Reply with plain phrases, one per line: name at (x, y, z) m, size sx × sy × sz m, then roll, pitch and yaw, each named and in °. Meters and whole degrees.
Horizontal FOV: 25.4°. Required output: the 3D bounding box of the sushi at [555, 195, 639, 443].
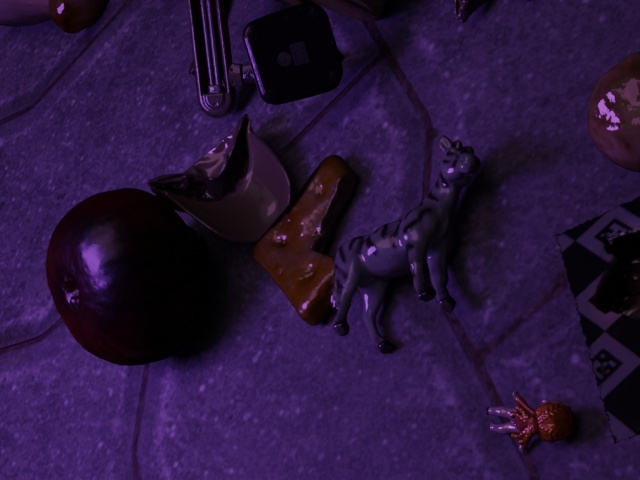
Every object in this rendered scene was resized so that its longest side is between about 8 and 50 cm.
sushi at (0.385, 0.045, 1.312) m, size 0.292 × 0.059 × 0.294 m, roll -25°, pitch 38°, yaw 16°

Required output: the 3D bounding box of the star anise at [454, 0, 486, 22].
star anise at (0.205, -0.359, 1.750) m, size 0.182 × 0.065 × 0.195 m, roll 15°, pitch 82°, yaw 51°

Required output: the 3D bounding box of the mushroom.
mushroom at (-0.506, -0.432, 2.498) m, size 0.350 × 0.128 × 0.128 m, roll 17°, pitch 79°, yaw 45°

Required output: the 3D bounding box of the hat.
hat at (-0.121, -0.057, 1.911) m, size 0.166 × 0.144 × 0.173 m, roll -35°, pitch 79°, yaw -12°

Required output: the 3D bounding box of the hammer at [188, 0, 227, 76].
hammer at (-0.148, -0.381, 2.162) m, size 0.125 × 0.027 × 0.297 m, roll -6°, pitch 63°, yaw 44°

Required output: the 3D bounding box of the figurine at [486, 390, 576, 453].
figurine at (0.206, 0.183, 1.431) m, size 0.109 × 0.047 × 0.064 m, roll -7°, pitch 91°, yaw 51°

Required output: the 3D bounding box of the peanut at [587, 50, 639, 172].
peanut at (0.383, -0.149, 1.388) m, size 0.253 × 0.122 × 0.137 m, roll -19°, pitch 24°, yaw 35°

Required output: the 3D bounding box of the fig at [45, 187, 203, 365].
fig at (-0.247, 0.043, 1.863) m, size 0.235 × 0.214 × 0.235 m, roll -175°, pitch 90°, yaw -68°

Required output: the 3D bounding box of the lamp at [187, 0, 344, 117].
lamp at (-0.084, -0.279, 1.901) m, size 0.283 × 0.124 × 0.203 m, roll 5°, pitch 113°, yaw 66°

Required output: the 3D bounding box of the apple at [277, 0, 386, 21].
apple at (-0.099, -0.400, 1.858) m, size 0.320 × 0.360 × 0.311 m, roll -33°, pitch 51°, yaw 32°

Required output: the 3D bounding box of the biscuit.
biscuit at (0.000, 0.000, 1.763) m, size 0.174 × 0.039 × 0.183 m, roll -48°, pitch 41°, yaw 11°

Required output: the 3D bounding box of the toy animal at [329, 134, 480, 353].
toy animal at (0.108, 0.017, 1.608) m, size 0.255 × 0.090 × 0.170 m, roll -42°, pitch 38°, yaw 16°
